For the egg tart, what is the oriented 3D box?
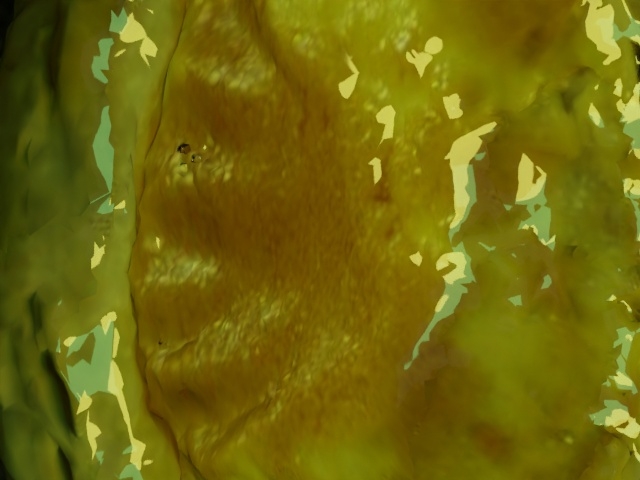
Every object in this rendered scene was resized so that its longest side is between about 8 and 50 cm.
[{"bbox_3d":[0.000,0.000,0.683,0.388,0.169,0.388,0,90,-49],"label":"egg tart"}]
